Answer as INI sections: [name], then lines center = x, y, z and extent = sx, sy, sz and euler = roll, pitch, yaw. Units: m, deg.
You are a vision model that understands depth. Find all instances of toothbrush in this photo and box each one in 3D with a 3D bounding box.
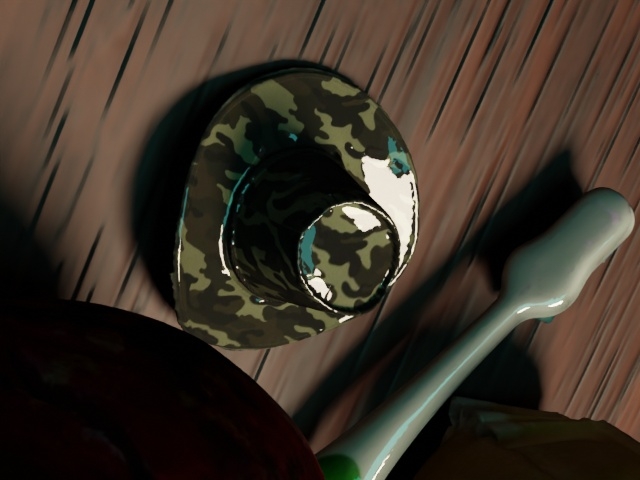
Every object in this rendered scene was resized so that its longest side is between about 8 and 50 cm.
[toothbrush]
center = -0.023, 0.126, 0.595
extent = 0.418, 0.042, 0.040
euler = -44, 164, -12

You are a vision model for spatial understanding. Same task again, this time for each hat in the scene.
[hat]
center = 0.000, 0.000, 0.540
extent = 0.121, 0.050, 0.121
euler = -20, 125, -31

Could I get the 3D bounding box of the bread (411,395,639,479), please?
[bread]
center = 0.082, 0.198, 0.652
extent = 0.107, 0.136, 0.241
euler = -2, 114, -34

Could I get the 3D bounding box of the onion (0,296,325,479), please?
[onion]
center = -0.110, 0.123, 0.419
extent = 0.281, 0.281, 0.221
euler = -18, 166, -30
